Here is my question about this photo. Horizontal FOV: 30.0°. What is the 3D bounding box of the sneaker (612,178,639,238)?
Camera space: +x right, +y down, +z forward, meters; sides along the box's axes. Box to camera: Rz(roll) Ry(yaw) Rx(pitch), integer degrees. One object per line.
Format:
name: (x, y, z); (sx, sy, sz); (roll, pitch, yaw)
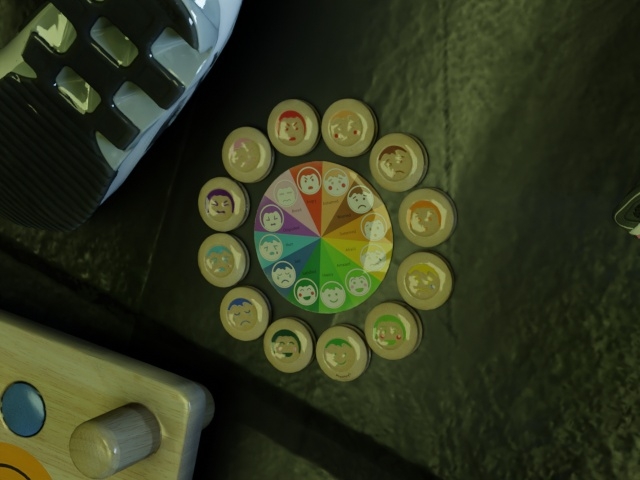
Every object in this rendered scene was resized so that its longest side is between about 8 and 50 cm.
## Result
sneaker: (0.209, -0.081, 0.627); (0.077, 0.072, 0.178); (42, 100, 21)

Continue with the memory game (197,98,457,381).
memory game: (0.000, 0.000, 0.762); (0.186, 0.012, 0.186); (4, 98, 26)

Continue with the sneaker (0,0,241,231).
sneaker: (-0.134, -0.113, 0.767); (0.122, 0.146, 0.330); (47, 139, -14)

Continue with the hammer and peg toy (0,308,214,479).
hammer and peg toy: (-0.256, 0.159, 0.842); (0.361, 0.127, 0.266); (18, 104, 23)
